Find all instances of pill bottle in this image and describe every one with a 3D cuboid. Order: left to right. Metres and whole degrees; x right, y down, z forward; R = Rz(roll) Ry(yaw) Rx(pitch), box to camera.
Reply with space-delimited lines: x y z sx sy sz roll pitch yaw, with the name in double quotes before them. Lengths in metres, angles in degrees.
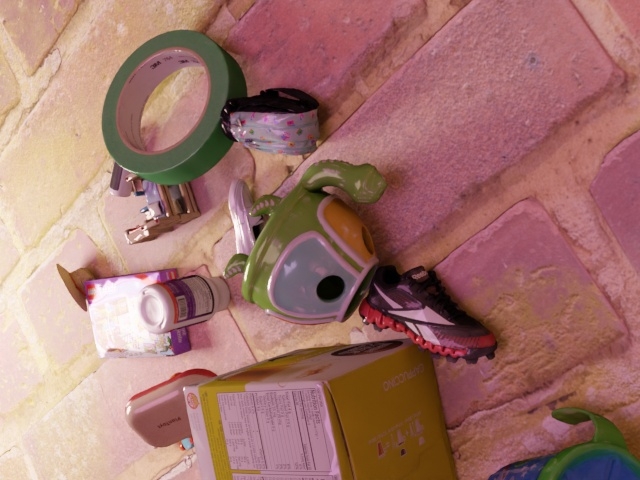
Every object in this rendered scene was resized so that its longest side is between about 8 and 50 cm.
"pill bottle" -0.290 0.132 1.794 0.108 0.193 0.108 7 101 37

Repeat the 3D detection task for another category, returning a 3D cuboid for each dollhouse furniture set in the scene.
"dollhouse furniture set" -0.392 -0.078 1.879 0.184 0.129 0.129 -23 83 38

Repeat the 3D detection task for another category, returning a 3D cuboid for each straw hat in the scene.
"straw hat" -0.607 0.105 2.118 0.061 0.144 0.144 -31 74 -6

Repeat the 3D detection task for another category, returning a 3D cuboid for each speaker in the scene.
"speaker" -0.461 -0.174 1.964 0.055 0.055 0.136 31 115 30

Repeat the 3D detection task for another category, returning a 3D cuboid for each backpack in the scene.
"backpack" -0.084 -0.228 1.618 0.182 0.152 0.115 12 121 32

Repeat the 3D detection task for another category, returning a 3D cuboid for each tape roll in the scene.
"tape roll" -0.307 -0.277 1.731 0.321 0.077 0.321 -9 71 26

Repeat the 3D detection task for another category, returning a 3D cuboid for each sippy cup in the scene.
"sippy cup" 0.372 0.434 1.301 0.240 0.305 0.224 55 154 -3

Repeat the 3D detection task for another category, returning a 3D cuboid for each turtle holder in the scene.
"turtle holder" -0.001 0.010 1.551 0.227 0.243 0.320 31 80 15

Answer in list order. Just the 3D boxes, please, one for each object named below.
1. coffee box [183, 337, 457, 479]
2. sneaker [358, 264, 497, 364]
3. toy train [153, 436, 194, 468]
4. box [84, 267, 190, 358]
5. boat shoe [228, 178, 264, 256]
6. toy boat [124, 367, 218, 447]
"coffee box" 0.011 0.381 1.511 0.334 0.338 0.338 -11 90 38
"sneaker" 0.192 0.122 1.477 0.276 0.098 0.135 22 113 35
"toy train" -0.342 0.465 1.991 0.166 0.046 0.125 24 113 36
"box" -0.446 0.180 2.011 0.293 0.057 0.201 -7 94 39
"boat shoe" -0.146 -0.039 1.739 0.063 0.066 0.184 -4 93 24
"toy boat" -0.324 0.360 1.904 0.231 0.151 0.151 -26 119 16
